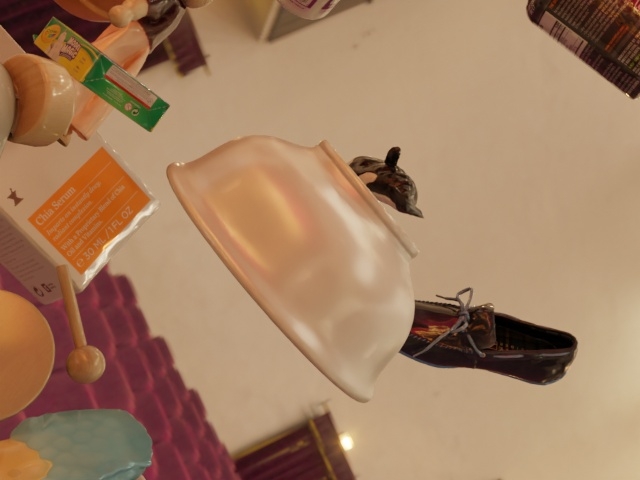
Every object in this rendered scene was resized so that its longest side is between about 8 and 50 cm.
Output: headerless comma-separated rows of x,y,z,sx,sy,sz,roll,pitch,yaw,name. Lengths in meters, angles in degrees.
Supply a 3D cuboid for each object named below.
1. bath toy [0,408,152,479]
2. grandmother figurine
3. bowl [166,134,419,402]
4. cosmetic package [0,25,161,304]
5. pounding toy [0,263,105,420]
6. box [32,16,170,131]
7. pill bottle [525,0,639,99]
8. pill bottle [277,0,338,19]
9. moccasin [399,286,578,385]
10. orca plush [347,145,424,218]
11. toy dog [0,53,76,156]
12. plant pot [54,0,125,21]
-0.180,0.303,0.706,0.129,0.151,0.348,-126,-149,-59,bath toy
-0.246,-0.274,1.259,0.104,0.342,0.208,45,-13,-14,grandmother figurine
0.000,0.000,0.898,0.298,0.134,0.298,50,3,-4,bowl
-0.507,-0.138,1.534,0.453,0.230,0.161,49,-36,-19,cosmetic package
-0.431,0.157,1.289,0.183,0.237,0.110,66,-20,13,pounding toy
-0.248,-0.189,1.046,0.105,0.043,0.179,36,0,-43,box
0.368,-0.310,1.259,0.246,0.130,0.130,41,-14,9,pill bottle
0.029,-0.595,1.866,0.301,0.169,0.169,-40,-109,43,pill bottle
0.272,0.147,1.601,0.117,0.342,0.137,113,-17,-50,moccasin
0.114,-0.127,1.741,0.287,0.151,0.102,-111,-146,-77,orca plush
-0.377,-0.064,0.846,0.161,0.333,0.220,41,-2,31,toy dog
-0.276,-0.476,1.445,0.203,0.291,0.291,15,-42,35,plant pot
